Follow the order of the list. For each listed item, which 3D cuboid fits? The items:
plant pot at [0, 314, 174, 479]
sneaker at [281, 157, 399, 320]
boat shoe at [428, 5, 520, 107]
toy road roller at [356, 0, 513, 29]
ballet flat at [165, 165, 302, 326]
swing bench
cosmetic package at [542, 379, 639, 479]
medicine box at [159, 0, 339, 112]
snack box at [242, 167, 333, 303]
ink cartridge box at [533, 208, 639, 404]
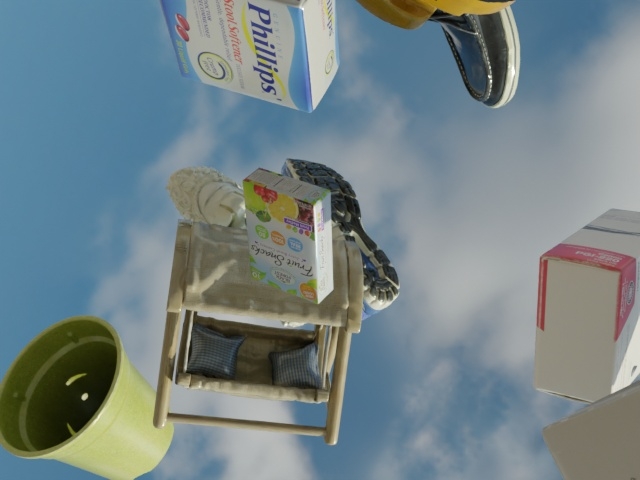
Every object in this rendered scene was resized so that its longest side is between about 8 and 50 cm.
[{"bbox_3d":[-0.415,0.321,1.642,0.276,0.254,0.276,-16,-130,19],"label":"plant pot"},{"bbox_3d":[0.000,0.000,1.501,0.147,0.129,0.330,-44,-122,33],"label":"sneaker"},{"bbox_3d":[0.223,-0.449,1.558,0.156,0.500,0.187,-30,-148,-10],"label":"boat shoe"},{"bbox_3d":[0.055,-0.317,0.774,0.240,0.329,0.203,143,-32,-72],"label":"toy road roller"},{"bbox_3d":[-0.133,-0.013,1.709,0.409,0.147,0.147,47,-70,7],"label":"ballet flat"},{"bbox_3d":[-0.086,0.120,1.206,0.165,0.253,0.255,-105,-157,-67],"label":"swing bench"},{"bbox_3d":[0.362,0.177,0.723,0.155,0.365,0.197,-35,-110,35],"label":"cosmetic package"},{"bbox_3d":[-0.124,-0.404,1.600,0.289,0.264,0.149,18,-121,16],"label":"medicine box"},{"bbox_3d":[-0.036,-0.005,1.017,0.100,0.037,0.141,21,-48,28],"label":"snack box"},{"bbox_3d":[0.325,0.068,0.987,0.092,0.218,0.159,10,-69,33],"label":"ink cartridge box"}]
